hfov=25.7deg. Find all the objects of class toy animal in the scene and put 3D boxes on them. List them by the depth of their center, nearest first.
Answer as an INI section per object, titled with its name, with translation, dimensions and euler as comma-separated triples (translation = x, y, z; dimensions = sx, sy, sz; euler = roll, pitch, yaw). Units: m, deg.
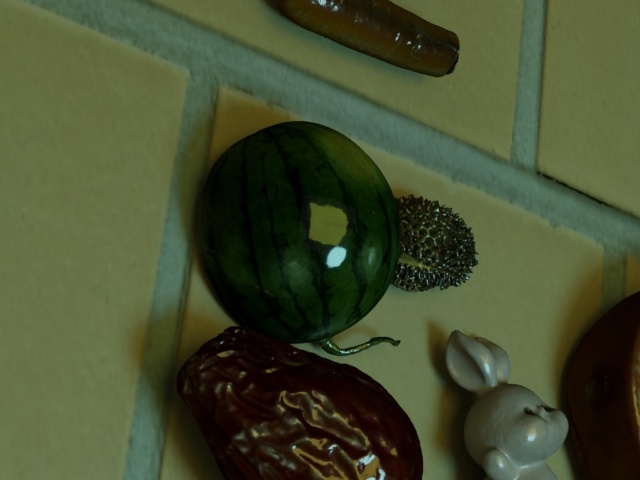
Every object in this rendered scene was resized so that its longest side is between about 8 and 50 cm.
[toy animal]
translation = 0.193, 0.188, 1.412
dimensions = 0.124, 0.124, 0.212
euler = -7, 84, -37

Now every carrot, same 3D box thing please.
[carrot]
translation = 0.044, -0.228, 1.459
dimensions = 0.225, 0.067, 0.067
euler = 19, 66, -33

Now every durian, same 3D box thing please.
[durian]
translation = 0.120, 0.007, 1.443
dimensions = 0.140, 0.071, 0.110
euler = 27, 62, -33

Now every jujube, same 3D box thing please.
[jujube]
translation = -0.021, 0.172, 1.247
dimensions = 0.236, 0.168, 0.168
euler = 40, 56, -2

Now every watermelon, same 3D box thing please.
[watermelon]
translation = -0.003, -0.007, 1.319
dimensions = 0.204, 0.127, 0.232
euler = -5, 81, -32

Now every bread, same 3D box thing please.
[bread]
translation = 0.420, 0.192, 1.577
dimensions = 0.327, 0.114, 0.295
euler = -9, 82, -36
